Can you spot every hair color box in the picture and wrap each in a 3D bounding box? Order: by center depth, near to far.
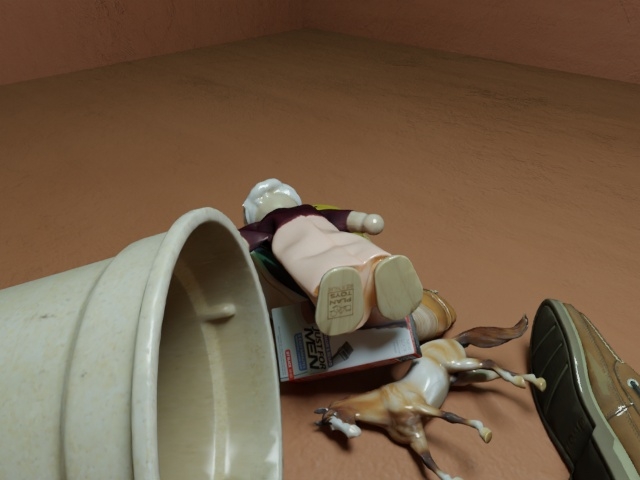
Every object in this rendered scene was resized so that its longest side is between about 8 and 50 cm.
[{"bbox_3d":[0.029,0.112,0.657,0.167,0.053,0.093,-16,69,15],"label":"hair color box"}]

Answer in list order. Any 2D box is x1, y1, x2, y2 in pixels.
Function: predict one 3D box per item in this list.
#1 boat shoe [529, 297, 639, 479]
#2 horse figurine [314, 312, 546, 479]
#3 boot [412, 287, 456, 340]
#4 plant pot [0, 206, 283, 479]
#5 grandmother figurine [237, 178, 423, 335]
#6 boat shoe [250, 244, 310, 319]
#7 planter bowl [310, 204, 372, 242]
[{"bbox_3d":[0.318,0.193,0.597,0.104,0.111,0.307,6,41,-1],"label":"boat shoe"},{"bbox_3d":[0.144,0.173,0.632,0.263,0.066,0.174,-35,30,-33],"label":"horse figurine"},{"bbox_3d":[0.095,0.071,0.764,0.197,0.073,0.152,44,23,26],"label":"boot"},{"bbox_3d":[-0.214,0.156,0.455,0.305,0.334,0.334,-7,30,6],"label":"plant pot"},{"bbox_3d":[-0.025,0.002,0.684,0.207,0.104,0.342,-2,20,-22],"label":"grandmother figurine"},{"bbox_3d":[-0.058,0.059,0.794,0.254,0.095,0.079,30,37,32],"label":"boat shoe"},{"bbox_3d":[0.000,0.000,0.904,0.217,0.091,0.217,2,30,-1],"label":"planter bowl"}]
